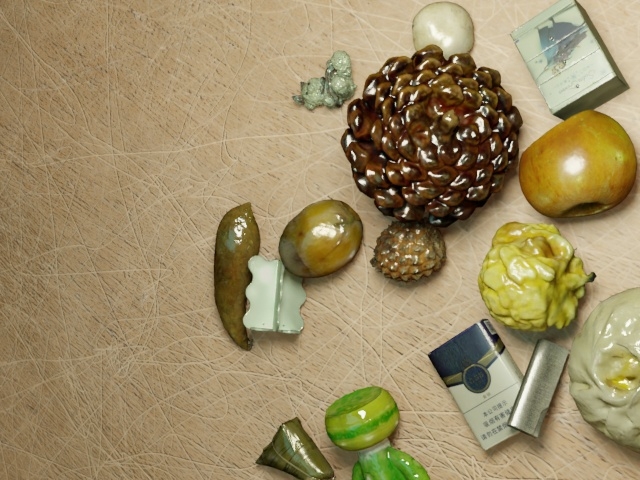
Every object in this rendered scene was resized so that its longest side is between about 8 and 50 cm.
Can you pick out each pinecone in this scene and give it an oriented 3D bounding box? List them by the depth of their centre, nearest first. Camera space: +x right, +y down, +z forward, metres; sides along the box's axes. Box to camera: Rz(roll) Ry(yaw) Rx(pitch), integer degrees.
[{"bbox_3d":[0.229,-0.218,1.729,0.397,0.397,0.398,0,91,32],"label":"pinecone"}]

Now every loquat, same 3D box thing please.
[{"bbox_3d":[0.000,0.000,1.964,0.227,0.179,0.179,-40,69,8],"label":"loquat"}]

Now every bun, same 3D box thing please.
[{"bbox_3d":[0.667,0.263,1.526,0.365,0.219,0.366,3,96,31],"label":"bun"}]

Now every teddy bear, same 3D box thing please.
[{"bbox_3d":[0.029,-0.398,2.002,0.213,0.111,0.133,-17,58,55],"label":"teddy bear"}]

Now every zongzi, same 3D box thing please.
[{"bbox_3d":[-0.074,0.612,2.072,0.205,0.094,0.204,49,118,22],"label":"zongzi"}]

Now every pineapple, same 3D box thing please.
[{"bbox_3d":[0.198,0.026,1.859,0.193,0.166,0.166,-21,79,30],"label":"pineapple"}]

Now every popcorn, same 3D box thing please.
[{"bbox_3d":[0.454,0.080,1.648,0.225,0.249,0.250,12,97,36],"label":"popcorn"}]

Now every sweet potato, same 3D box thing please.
[{"bbox_3d":[-0.237,0.099,2.159,0.130,0.130,0.423,11,103,32],"label":"sweet potato"}]

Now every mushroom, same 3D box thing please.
[{"bbox_3d":[0.286,-0.483,1.823,0.154,0.122,0.154,1,82,-5],"label":"mushroom"}]

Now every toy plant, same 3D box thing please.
[{"bbox_3d":[0.147,0.533,1.908,0.224,0.184,0.316,-19,97,36],"label":"toy plant"}]

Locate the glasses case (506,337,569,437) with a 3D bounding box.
[{"bbox_3d":[0.474,0.321,1.691,0.070,0.047,0.205,22,76,10],"label":"glasses case"}]

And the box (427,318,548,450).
[{"bbox_3d":[0.382,0.330,1.791,0.168,0.071,0.259,-39,72,26],"label":"box"}]

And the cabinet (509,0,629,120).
[{"bbox_3d":[0.528,-0.383,1.646,0.145,0.150,0.206,-31,74,29],"label":"cabinet"}]

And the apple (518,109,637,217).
[{"bbox_3d":[0.532,-0.158,1.612,0.236,0.237,0.208,-19,69,31],"label":"apple"}]

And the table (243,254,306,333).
[{"bbox_3d":[-0.119,0.142,2.066,0.166,0.166,0.199,1,84,32],"label":"table"}]
